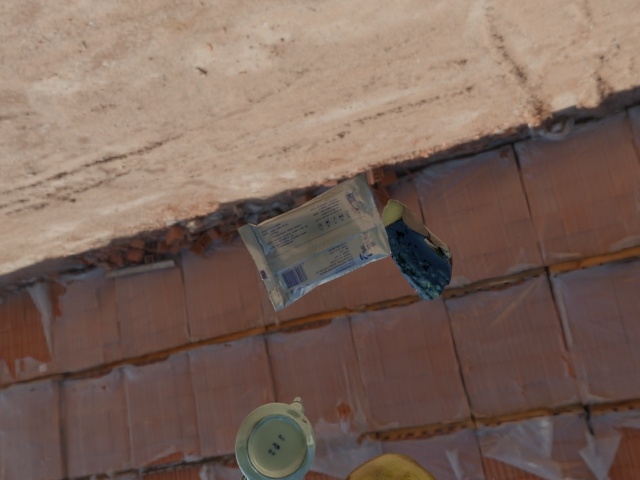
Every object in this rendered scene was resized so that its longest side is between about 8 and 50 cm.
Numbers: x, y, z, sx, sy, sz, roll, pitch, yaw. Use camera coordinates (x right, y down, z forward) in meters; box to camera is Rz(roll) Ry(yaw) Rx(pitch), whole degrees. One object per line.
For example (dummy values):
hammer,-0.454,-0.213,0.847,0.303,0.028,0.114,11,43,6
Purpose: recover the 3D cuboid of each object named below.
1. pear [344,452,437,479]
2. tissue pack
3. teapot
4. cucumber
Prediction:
pear,0.122,0.455,0.902,0.199,0.200,0.200,-8,170,-2
tissue pack,0.000,0.000,0.744,0.192,0.123,0.026,-24,179,-16
teapot,-0.098,0.419,1.114,0.158,0.232,0.159,31,158,14
cucumber,0.186,0.010,1.032,0.085,0.115,0.193,-17,128,44
